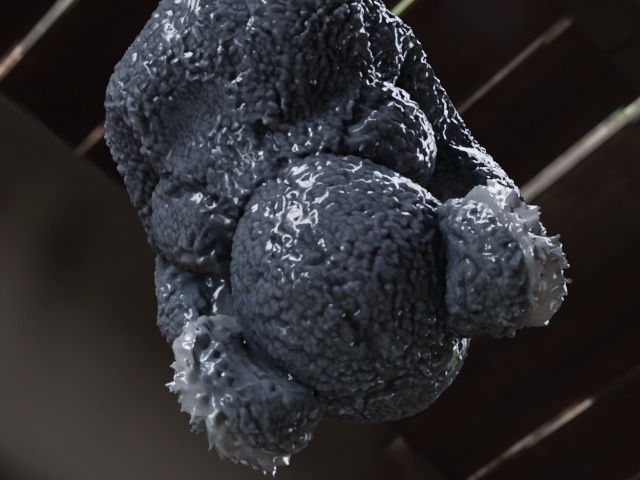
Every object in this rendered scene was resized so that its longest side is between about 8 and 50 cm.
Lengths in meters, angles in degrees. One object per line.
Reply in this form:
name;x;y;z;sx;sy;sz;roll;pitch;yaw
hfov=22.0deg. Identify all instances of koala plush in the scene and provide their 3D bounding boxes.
koala plush;0.000;0.000;0.741;0.221;0.196;0.203;-111;176;-51
